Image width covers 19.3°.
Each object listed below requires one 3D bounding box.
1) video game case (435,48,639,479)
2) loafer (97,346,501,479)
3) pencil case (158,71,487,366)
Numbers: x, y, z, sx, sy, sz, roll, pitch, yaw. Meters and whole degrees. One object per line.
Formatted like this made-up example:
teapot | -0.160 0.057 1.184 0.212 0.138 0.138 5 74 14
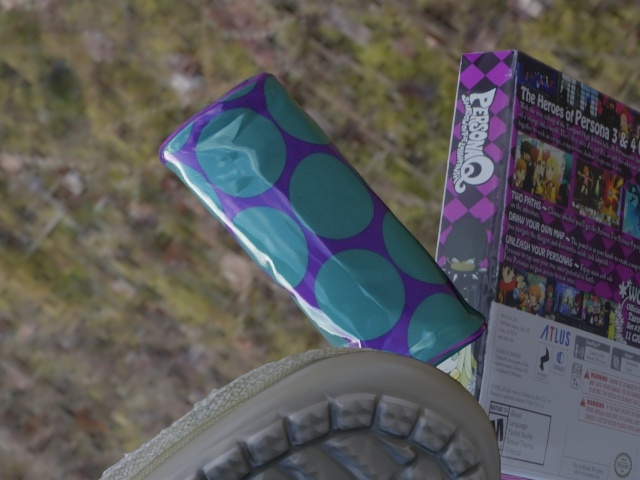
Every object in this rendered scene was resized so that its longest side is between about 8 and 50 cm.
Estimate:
video game case | 0.142 0.030 1.005 0.042 0.210 0.232 1 169 40
loafer | -0.056 0.119 0.558 0.102 0.092 0.268 37 110 -20
pencil case | 0.000 0.000 0.806 0.151 0.064 0.070 50 160 1
